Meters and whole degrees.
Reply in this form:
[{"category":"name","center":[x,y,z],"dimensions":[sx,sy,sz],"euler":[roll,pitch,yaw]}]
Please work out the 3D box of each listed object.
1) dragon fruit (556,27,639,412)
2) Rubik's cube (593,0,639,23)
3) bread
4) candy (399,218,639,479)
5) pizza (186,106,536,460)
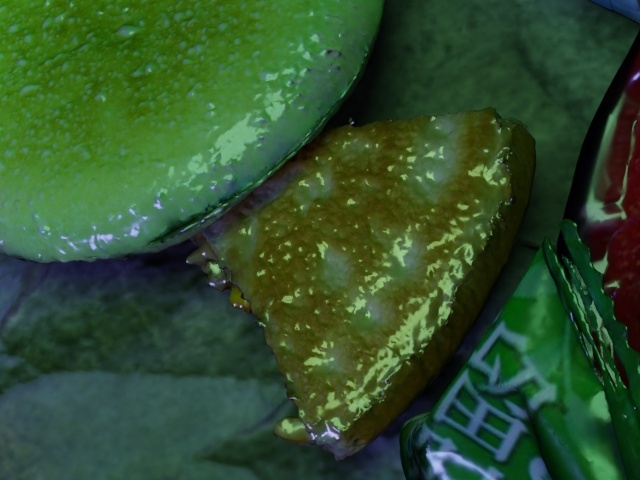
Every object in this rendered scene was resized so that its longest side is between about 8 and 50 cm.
[{"category":"dragon fruit","center":[0.218,0.049,0.491],"dimensions":[0.282,0.100,0.344],"euler":[-44,60,17]},{"category":"Rubik's cube","center":[0.156,-0.164,0.630],"dimensions":[0.075,0.084,0.073],"euler":[37,84,12]},{"category":"bread","center":[-0.103,-0.114,0.681],"dimensions":[0.301,0.045,0.301],"euler":[-14,54,21]},{"category":"candy","center":[0.085,0.098,0.472],"dimensions":[0.078,0.203,0.141],"euler":[-22,70,-24]},{"category":"pizza","center":[0.000,0.000,0.615],"dimensions":[0.198,0.062,0.188],"euler":[27,73,34]}]
